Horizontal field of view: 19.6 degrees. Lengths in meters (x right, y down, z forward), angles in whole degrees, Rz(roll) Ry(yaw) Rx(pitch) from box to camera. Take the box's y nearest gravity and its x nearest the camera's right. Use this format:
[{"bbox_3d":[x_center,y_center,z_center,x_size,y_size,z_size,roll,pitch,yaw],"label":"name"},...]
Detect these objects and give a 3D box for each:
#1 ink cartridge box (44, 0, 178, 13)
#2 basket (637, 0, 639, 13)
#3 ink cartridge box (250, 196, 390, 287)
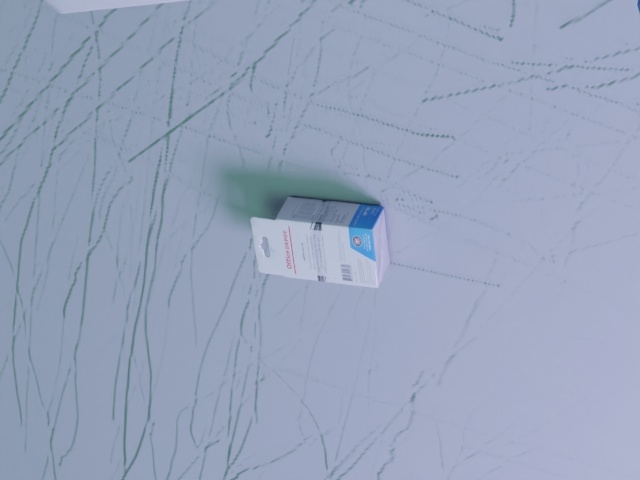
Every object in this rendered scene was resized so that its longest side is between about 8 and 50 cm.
[{"bbox_3d":[-0.114,-0.262,0.847,0.198,0.197,0.270,2,151,45],"label":"ink cartridge box"},{"bbox_3d":[0.302,-0.117,0.791,0.289,0.255,0.201,-18,115,-1],"label":"basket"},{"bbox_3d":[0.000,0.000,1.195,0.083,0.028,0.048,7,128,18],"label":"ink cartridge box"}]
